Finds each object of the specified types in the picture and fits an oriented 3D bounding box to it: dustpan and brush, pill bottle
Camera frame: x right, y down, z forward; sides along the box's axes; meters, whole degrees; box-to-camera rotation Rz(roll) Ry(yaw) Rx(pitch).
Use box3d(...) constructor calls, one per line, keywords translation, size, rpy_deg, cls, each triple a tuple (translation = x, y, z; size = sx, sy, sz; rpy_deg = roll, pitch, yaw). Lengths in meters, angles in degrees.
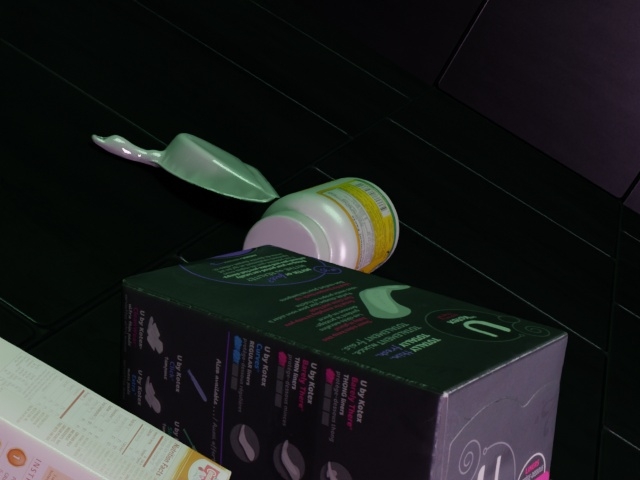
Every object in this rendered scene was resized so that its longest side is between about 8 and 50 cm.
box3d(translation=(-0.164, -0.093, 1.275), size=(0.211, 0.060, 0.147), rpy_deg=(28, 9, -23), cls="dustpan and brush")
box3d(translation=(0.000, 0.000, 1.177), size=(0.117, 0.118, 0.208), rpy_deg=(35, 21, 13), cls="pill bottle")

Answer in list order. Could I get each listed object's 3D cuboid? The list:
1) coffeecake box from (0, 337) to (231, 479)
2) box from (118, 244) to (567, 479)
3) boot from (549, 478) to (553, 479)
box3d(translation=(-0.165, 0.146, 0.587), size=(0.185, 0.142, 0.068), rpy_deg=(31, 21, -1), cls="coffeecake box")
box3d(translation=(0.008, 0.110, 0.750), size=(0.270, 0.143, 0.165), rpy_deg=(15, 18, 36), cls="box")
box3d(translation=(0.127, 0.241, 0.839), size=(0.264, 0.096, 0.280), rpy_deg=(48, 30, 21), cls="boot")
